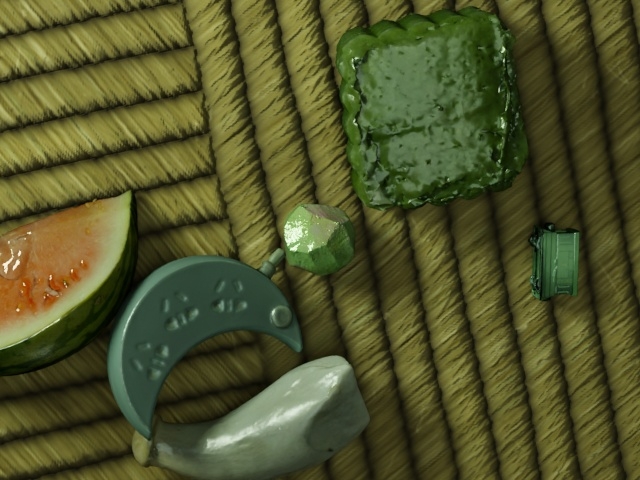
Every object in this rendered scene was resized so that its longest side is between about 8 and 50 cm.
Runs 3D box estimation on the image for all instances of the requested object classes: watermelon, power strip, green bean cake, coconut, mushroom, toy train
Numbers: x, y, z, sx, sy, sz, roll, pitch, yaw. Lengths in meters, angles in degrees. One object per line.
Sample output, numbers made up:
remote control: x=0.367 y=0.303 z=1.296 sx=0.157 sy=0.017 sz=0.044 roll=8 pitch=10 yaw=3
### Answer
watermelon: x=-0.312 y=0.083 z=1.784 sx=0.303 sy=0.159 sz=0.128 roll=-26 pitch=140 yaw=-1
power strip: x=-0.129 y=0.097 z=1.786 sx=0.253 sy=0.054 sz=0.167 roll=-32 pitch=105 yaw=-20
green bean cake: x=0.120 y=-0.145 z=1.775 sx=0.200 sy=0.113 sz=0.214 roll=-12 pitch=101 yaw=-5
coconut: x=0.000 y=0.000 z=1.805 sx=0.082 sy=0.081 sz=0.083 roll=28 pitch=70 yaw=20
mushroom: x=-0.077 y=0.221 z=1.821 sx=0.270 sy=0.103 sz=0.118 roll=-20 pitch=102 yaw=2
toy train: x=0.272 y=0.025 z=1.859 sx=0.056 sy=0.038 sz=0.093 roll=-1 pitch=99 yaw=-9
